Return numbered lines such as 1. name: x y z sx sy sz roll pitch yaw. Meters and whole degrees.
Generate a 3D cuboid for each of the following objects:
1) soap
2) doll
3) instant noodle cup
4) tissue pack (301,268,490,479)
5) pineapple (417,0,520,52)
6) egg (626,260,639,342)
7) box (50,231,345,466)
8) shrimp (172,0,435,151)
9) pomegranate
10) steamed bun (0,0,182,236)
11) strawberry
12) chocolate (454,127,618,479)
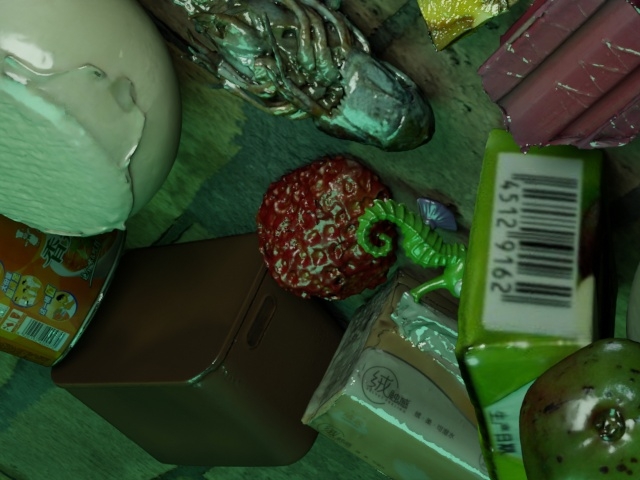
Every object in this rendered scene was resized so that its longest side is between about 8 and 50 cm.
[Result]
1. soap: 0.255 -0.170 1.376 0.162 0.099 0.250 34 147 -9
2. doll: 0.127 0.014 1.727 0.190 0.115 0.050 36 -176 -15
3. instant noodle cup: -0.415 0.033 2.023 0.214 0.296 0.296 30 149 -17
4. tissue pack: 0.176 0.195 1.844 0.305 0.238 0.238 33 148 -6
5. pineapple: 0.142 -0.224 1.418 0.114 0.077 0.114 -10 137 27
6. egg: 0.431 0.079 1.442 0.258 0.258 0.352 18 140 15
7. box: -0.157 0.164 2.033 0.339 0.239 0.229 -7 136 43
8. shrimp: -0.033 -0.217 1.520 0.372 0.137 0.172 28 112 -14
9. pomegranate: 0.273 0.191 1.367 0.181 0.181 0.224 20 164 14
10. steamed bun: -0.322 -0.189 1.653 0.374 0.241 0.374 18 151 11
11. strawberry: 0.000 0.000 1.799 0.190 0.111 0.236 29 147 3
12. chocolate: 0.240 0.081 1.565 0.137 0.301 0.289 1 141 16
